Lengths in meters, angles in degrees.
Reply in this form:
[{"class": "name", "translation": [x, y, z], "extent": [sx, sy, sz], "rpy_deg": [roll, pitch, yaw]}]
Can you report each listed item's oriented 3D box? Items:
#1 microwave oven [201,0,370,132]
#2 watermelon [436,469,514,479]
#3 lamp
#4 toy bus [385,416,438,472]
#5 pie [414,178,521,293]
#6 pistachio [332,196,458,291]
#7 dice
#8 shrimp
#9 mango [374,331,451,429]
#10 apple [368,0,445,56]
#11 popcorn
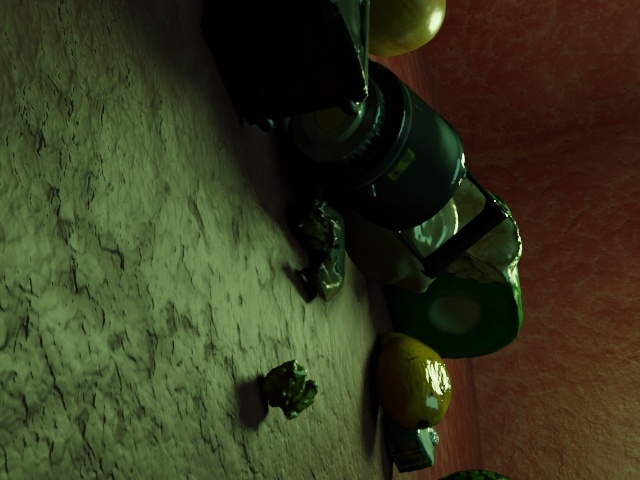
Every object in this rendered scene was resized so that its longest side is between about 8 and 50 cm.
[{"class": "microwave oven", "translation": [-0.027, -0.295, 1.303], "extent": [0.178, 0.188, 0.247], "rpy_deg": [68, 17, -46]}, {"class": "watermelon", "translation": [0.294, 0.576, 1.897], "extent": [0.285, 0.285, 0.285], "rpy_deg": [-9, 90, -77]}, {"class": "lamp", "translation": [0.087, -0.136, 1.536], "extent": [0.374, 0.205, 0.272], "rpy_deg": [53, 16, 16]}, {"class": "toy bus", "translation": [0.180, 0.337, 2.018], "extent": [0.261, 0.091, 0.109], "rpy_deg": [-84, 150, -53]}, {"class": "pie", "translation": [0.248, -0.024, 2.058], "extent": [0.075, 0.338, 0.337], "rpy_deg": [104, -10, -53]}, {"class": "pistachio", "translation": [0.122, -0.065, 1.778], "extent": [0.226, 0.208, 0.332], "rpy_deg": [76, -8, -68]}, {"class": "dice", "translation": [0.305, 0.074, 2.284], "extent": [0.300, 0.287, 0.297], "rpy_deg": [-81, 158, -52]}, {"class": "shrimp", "translation": [0.000, 0.017, 1.512], "extent": [0.254, 0.059, 0.145], "rpy_deg": [35, 57, -79]}, {"class": "mango", "translation": [0.174, 0.255, 1.921], "extent": [0.262, 0.157, 0.109], "rpy_deg": [-95, -153, -56]}, {"class": "apple", "translation": [0.121, -0.483, 1.936], "extent": [0.241, 0.242, 0.242], "rpy_deg": [38, 41, -45]}, {"class": "popcorn", "translation": [-0.040, 0.175, 1.214], "extent": [0.068, 0.059, 0.083], "rpy_deg": [41, -25, 37]}]
